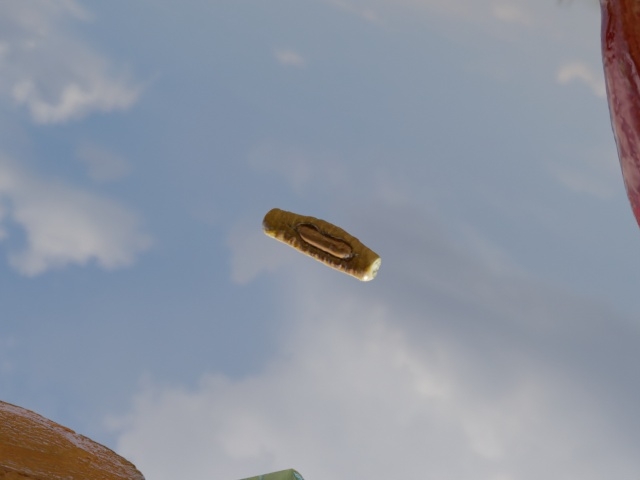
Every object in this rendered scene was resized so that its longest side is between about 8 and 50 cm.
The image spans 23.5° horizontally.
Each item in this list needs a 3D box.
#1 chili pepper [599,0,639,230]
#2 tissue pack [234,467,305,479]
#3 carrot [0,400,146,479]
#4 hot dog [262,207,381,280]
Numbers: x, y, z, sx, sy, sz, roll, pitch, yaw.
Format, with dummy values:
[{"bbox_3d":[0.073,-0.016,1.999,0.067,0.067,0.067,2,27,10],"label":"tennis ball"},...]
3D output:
[{"bbox_3d":[0.169,-0.049,0.698,0.169,0.088,0.065,64,-158,-2],"label":"chili pepper"},{"bbox_3d":[-0.118,0.412,1.890,0.089,0.177,0.263,55,-144,-24],"label":"tissue pack"},{"bbox_3d":[-0.323,0.237,1.569,0.307,0.100,0.258,17,-170,-29],"label":"carrot"},{"bbox_3d":[0.000,0.000,1.619,0.137,0.044,0.028,27,-178,20],"label":"hot dog"}]
